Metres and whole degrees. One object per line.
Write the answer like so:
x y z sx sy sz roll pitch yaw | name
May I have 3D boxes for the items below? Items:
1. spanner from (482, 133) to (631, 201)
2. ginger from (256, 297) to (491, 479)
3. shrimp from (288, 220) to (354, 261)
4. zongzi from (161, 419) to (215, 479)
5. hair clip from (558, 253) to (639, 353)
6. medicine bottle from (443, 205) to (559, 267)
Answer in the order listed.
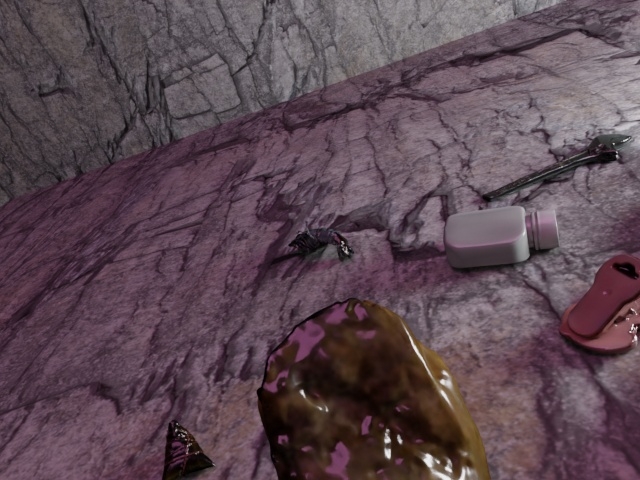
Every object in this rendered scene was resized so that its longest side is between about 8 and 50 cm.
0.492 -0.152 1.024 0.326 0.026 0.093 -22 28 2 | spanner
0.055 0.210 0.495 0.201 0.223 0.269 -16 67 -8 | ginger
0.001 -0.004 1.068 0.174 0.076 0.082 9 19 43 | shrimp
-0.201 0.311 0.696 0.074 0.067 0.083 -31 47 -29 | zongzi
0.402 0.097 0.666 0.138 0.102 0.123 -57 30 5 | hair clip
0.313 -0.010 0.863 0.183 0.069 0.119 -9 31 25 | medicine bottle
